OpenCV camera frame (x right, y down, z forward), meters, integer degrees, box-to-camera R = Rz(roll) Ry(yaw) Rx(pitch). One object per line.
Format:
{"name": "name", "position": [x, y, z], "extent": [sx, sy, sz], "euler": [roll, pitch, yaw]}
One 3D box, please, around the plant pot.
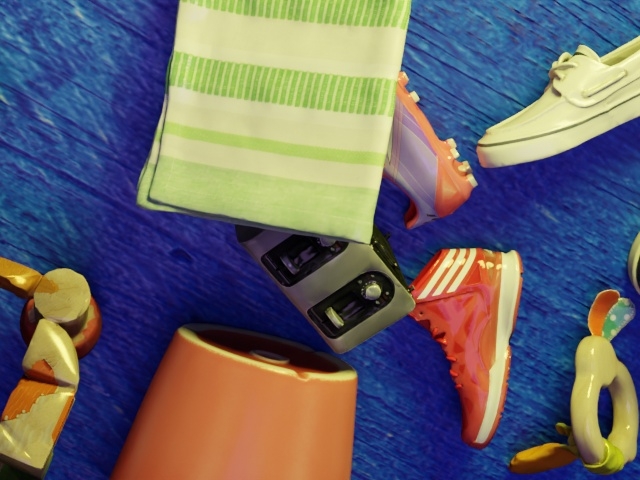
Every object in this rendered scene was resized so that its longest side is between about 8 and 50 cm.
{"name": "plant pot", "position": [-0.084, 0.227, 1.421], "extent": [0.274, 0.275, 0.243], "euler": [14, 95, -9]}

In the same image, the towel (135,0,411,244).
{"name": "towel", "position": [-0.041, -0.173, 1.304], "extent": [0.247, 0.038, 0.325], "euler": [9, 85, 23]}

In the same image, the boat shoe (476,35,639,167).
{"name": "boat shoe", "position": [0.277, -0.157, 1.418], "extent": [0.267, 0.096, 0.088], "euler": [-23, 103, 0]}

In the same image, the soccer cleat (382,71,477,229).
{"name": "soccer cleat", "position": [0.065, -0.122, 1.417], "extent": [0.095, 0.083, 0.248], "euler": [-35, 109, 10]}

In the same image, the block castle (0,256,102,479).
{"name": "block castle", "position": [-0.416, 0.198, 1.330], "extent": [0.303, 0.213, 0.453], "euler": [23, 72, -4]}

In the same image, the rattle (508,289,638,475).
{"name": "rattle", "position": [0.282, 0.159, 1.544], "extent": [0.130, 0.142, 0.200], "euler": [-12, 93, -35]}

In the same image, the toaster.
{"name": "toaster", "position": [0.000, 0.000, 1.403], "extent": [0.110, 0.186, 0.168], "euler": [-36, 114, 8]}

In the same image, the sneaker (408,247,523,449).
{"name": "sneaker", "position": [0.143, 0.112, 1.501], "extent": [0.128, 0.087, 0.221], "euler": [8, 93, 1]}

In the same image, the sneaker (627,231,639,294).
{"name": "sneaker", "position": [0.451, -0.068, 1.431], "extent": [0.131, 0.148, 0.350], "euler": [20, 103, -11]}
